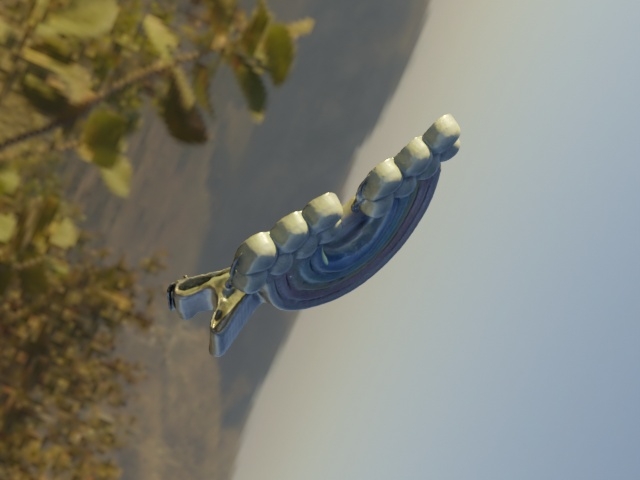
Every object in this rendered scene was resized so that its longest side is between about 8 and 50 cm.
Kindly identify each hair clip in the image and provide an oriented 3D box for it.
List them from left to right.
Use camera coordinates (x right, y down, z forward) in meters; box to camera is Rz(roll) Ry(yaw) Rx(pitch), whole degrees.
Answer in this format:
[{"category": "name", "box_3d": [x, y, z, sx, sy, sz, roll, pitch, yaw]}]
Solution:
[{"category": "hair clip", "box_3d": [0.000, 0.000, 1.038, 0.220, 0.054, 0.140, -31, 154, -15]}]
